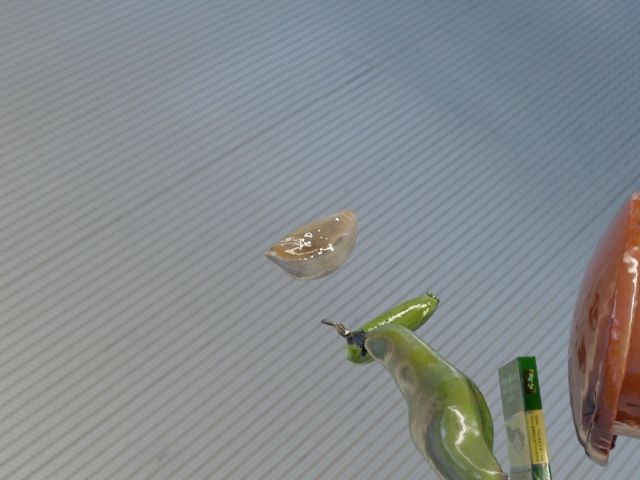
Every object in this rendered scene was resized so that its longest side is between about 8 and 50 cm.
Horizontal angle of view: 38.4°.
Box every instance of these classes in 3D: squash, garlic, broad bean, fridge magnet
[{"bbox_3d":[0.130,0.159,1.679,0.201,0.066,0.066,-34,66,-1],"label":"squash"},{"bbox_3d":[0.001,0.014,1.731,0.195,0.087,0.101,-31,68,-10],"label":"garlic"},{"bbox_3d":[0.092,0.136,0.837,0.075,0.067,0.325,-38,24,-2],"label":"broad bean"},{"bbox_3d":[0.406,0.113,1.188,0.155,0.363,0.363,11,49,20],"label":"fridge magnet"}]

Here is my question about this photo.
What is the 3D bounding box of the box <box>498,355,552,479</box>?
[{"bbox_3d":[0.326,0.310,1.464,0.034,0.132,0.235,-3,74,-5],"label":"box"}]
